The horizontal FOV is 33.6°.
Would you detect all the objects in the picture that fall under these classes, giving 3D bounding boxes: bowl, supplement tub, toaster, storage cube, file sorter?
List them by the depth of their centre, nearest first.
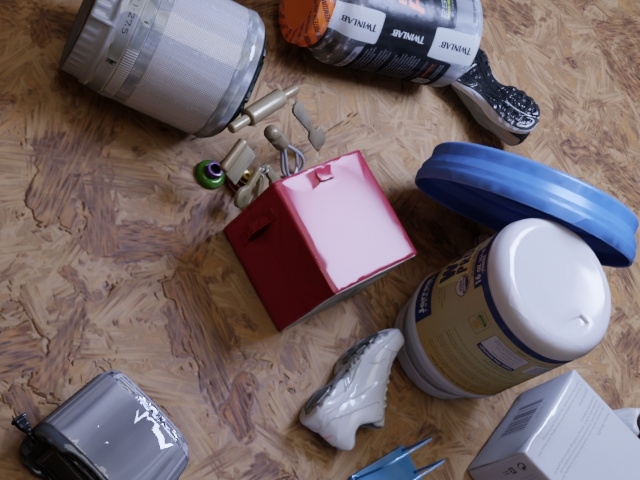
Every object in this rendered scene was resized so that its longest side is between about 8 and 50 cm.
[{"bbox_3d":[-0.283,0.274,1.391,0.227,0.129,0.146,46,47,-1],"label":"toaster"},{"bbox_3d":[0.149,0.401,1.613,0.118,0.104,0.170,-22,79,-38],"label":"file sorter"},{"bbox_3d":[0.000,0.000,1.670,0.215,0.183,0.193,-23,81,-38],"label":"storage cube"},{"bbox_3d":[0.281,0.122,1.700,0.228,0.316,0.228,14,60,-26],"label":"supplement tub"},{"bbox_3d":[0.354,-0.062,1.804,0.391,0.391,0.077,24,86,-20],"label":"bowl"},{"bbox_3d":[0.108,-0.406,1.931,0.337,0.207,0.207,6,63,-30],"label":"supplement tub"}]

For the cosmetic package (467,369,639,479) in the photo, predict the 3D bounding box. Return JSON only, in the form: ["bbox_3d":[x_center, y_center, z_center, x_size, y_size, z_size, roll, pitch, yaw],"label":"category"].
[{"bbox_3d":[0.461,0.434,1.764,0.385,0.156,0.217,49,51,-3],"label":"cosmetic package"}]

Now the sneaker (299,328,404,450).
[{"bbox_3d":[0.069,0.237,1.667,0.115,0.090,0.232,49,60,-10],"label":"sneaker"}]

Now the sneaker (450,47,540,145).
[{"bbox_3d":[0.309,-0.288,2.079,0.100,0.108,0.271,-33,70,-21],"label":"sneaker"}]

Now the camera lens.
[{"bbox_3d":[-0.238,-0.300,1.649,0.274,0.219,0.219,23,56,-21],"label":"camera lens"}]

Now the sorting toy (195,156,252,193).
[{"bbox_3d":[-0.149,-0.112,1.724,0.101,0.042,0.061,15,59,-25],"label":"sorting toy"}]

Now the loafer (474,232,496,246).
[{"bbox_3d":[0.346,0.014,1.975,0.125,0.039,0.045,15,59,-25],"label":"loafer"}]

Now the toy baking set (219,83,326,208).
[{"bbox_3d":[-0.079,-0.155,1.717,0.030,0.197,0.256,26,49,27],"label":"toy baking set"}]

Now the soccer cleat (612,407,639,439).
[{"bbox_3d":[0.636,0.380,1.907,0.331,0.143,0.116,19,58,-24],"label":"soccer cleat"}]
